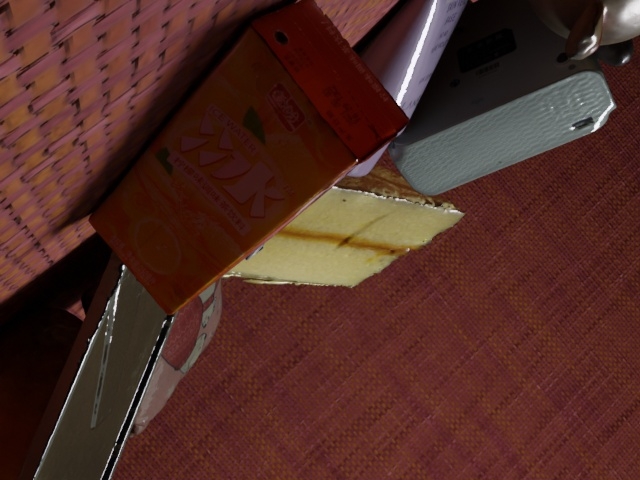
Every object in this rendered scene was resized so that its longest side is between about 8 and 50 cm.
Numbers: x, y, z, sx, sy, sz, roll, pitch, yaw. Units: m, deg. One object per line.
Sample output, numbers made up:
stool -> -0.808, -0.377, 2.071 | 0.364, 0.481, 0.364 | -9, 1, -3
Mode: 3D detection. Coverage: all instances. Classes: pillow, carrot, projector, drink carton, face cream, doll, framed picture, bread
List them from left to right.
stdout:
carrot -> -0.275, 0.148, 0.751 | 0.159, 0.159, 0.225 | -42, 168, -40
framed picture -> -0.194, 0.132, 0.711 | 0.213, 0.016, 0.289 | 83, 26, -74
pillow -> -0.183, 0.082, 0.907 | 0.236, 0.084, 0.223 | -54, 153, -50
drink carton -> -0.055, -0.042, 0.498 | 0.223, 0.096, 0.071 | -38, -177, 43
bread -> 0.000, 0.000, 1.482 | 0.345, 0.405, 0.242 | -54, -176, 38
face cream -> 0.085, -0.194, 0.830 | 0.274, 0.096, 0.154 | -54, 170, 35
projector -> 0.201, -0.194, 0.938 | 0.251, 0.108, 0.198 | -22, -133, 24
doll -> 0.275, -0.296, 0.748 | 0.330, 0.174, 0.235 | -52, 159, -69

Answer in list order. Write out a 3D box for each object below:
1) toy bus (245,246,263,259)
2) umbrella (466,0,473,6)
toy bus -> -0.155, 0.009, 1.131 | 0.342, 0.097, 0.138 | -42, -179, -38
umbrella -> 0.138, -0.258, 1.115 | 0.236, 0.066, 0.059 | -43, 177, -8
